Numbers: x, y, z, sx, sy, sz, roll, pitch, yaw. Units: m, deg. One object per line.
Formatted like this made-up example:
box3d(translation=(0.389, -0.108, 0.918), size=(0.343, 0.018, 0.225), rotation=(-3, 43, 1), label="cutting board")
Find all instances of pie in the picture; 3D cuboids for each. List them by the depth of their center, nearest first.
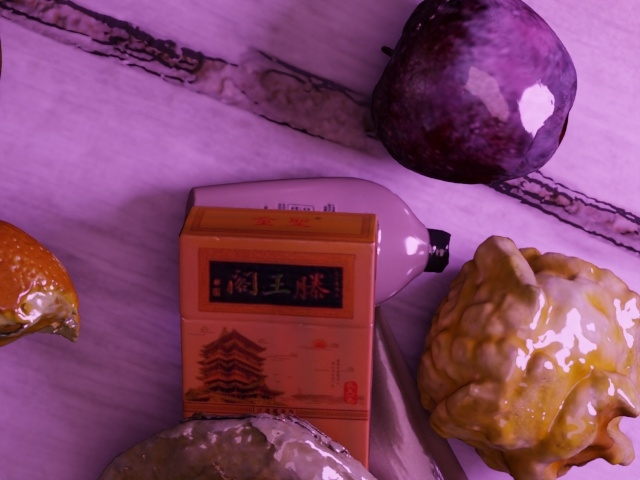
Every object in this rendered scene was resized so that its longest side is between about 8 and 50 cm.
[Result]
box3d(translation=(-0.069, 0.271, 1.466), size=(0.306, 0.071, 0.306), rotation=(2, 126, 2), label="pie")

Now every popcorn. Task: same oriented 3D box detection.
box3d(translation=(0.207, 0.113, 1.537), size=(0.256, 0.195, 0.255), rotation=(-19, 91, -42), label="popcorn")

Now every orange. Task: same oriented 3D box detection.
box3d(translation=(-0.338, 0.061, 1.391), size=(0.237, 0.179, 0.158), rotation=(-26, 86, -22), label="orange")

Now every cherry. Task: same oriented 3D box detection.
box3d(translation=(0.148, -0.143, 1.508), size=(0.195, 0.195, 0.195), rotation=(-1, 95, -15), label="cherry")

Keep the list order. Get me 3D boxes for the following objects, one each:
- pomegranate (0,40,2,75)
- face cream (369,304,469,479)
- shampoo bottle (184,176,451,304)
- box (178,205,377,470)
box3d(translation=(-0.369, -0.129, 1.369), size=(0.159, 0.190, 0.241), rotation=(35, 84, -40), label="pomegranate")
box3d(translation=(0.081, 0.223, 1.577), size=(0.137, 0.084, 0.341), rotation=(-32, 94, -2), label="face cream")
box3d(translation=(0.000, 0.000, 1.528), size=(0.257, 0.078, 0.127), rotation=(6, 86, -11), label="shampoo bottle")
box3d(translation=(-0.039, 0.109, 1.467), size=(0.174, 0.076, 0.274), rotation=(2, 113, 2), label="box")
